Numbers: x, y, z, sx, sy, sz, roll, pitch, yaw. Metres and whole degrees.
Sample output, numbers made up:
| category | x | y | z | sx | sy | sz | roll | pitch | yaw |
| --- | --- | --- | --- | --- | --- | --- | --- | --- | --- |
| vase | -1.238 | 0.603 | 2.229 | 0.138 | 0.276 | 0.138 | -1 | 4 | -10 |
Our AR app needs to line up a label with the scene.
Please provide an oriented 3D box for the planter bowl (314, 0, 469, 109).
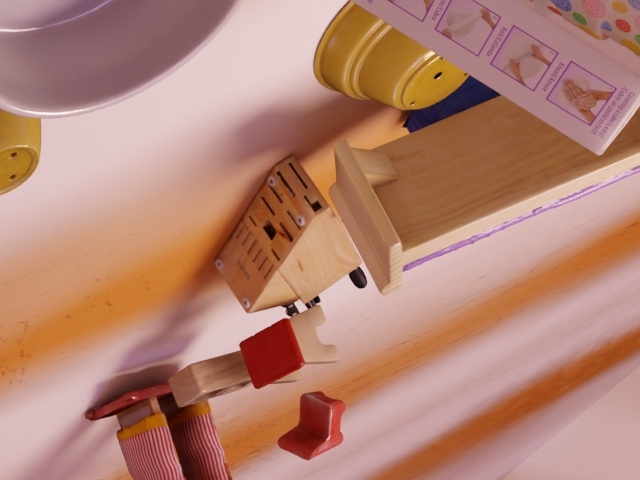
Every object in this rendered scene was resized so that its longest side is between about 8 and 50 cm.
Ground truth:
| category | x | y | z | sx | sy | sz | roll | pitch | yaw |
| --- | --- | --- | --- | --- | --- | --- | --- | --- | --- |
| planter bowl | 0.107 | -0.208 | 1.672 | 0.217 | 0.090 | 0.217 | -28 | 156 | -14 |

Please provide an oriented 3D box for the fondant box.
| category | x | y | z | sx | sy | sz | roll | pitch | yaw |
| --- | --- | --- | --- | --- | --- | --- | --- | --- | --- |
| fondant box | 0.145 | -0.248 | 1.243 | 0.238 | 0.330 | 0.096 | -55 | 175 | -41 |

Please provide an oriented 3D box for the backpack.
| category | x | y | z | sx | sy | sz | roll | pitch | yaw |
| --- | --- | --- | --- | --- | --- | --- | --- | --- | --- |
| backpack | 0.172 | -0.158 | 1.847 | 0.098 | 0.101 | 0.120 | -32 | 156 | -25 |

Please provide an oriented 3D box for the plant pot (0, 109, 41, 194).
| category | x | y | z | sx | sy | sz | roll | pitch | yaw |
| --- | --- | --- | --- | --- | --- | --- | --- | --- | --- |
| plant pot | -0.298 | -0.094 | 1.334 | 0.134 | 0.095 | 0.134 | -28 | 156 | -14 |

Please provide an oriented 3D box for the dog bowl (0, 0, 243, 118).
| category | x | y | z | sx | sy | sz | roll | pitch | yaw |
| --- | --- | --- | --- | --- | --- | --- | --- | --- | --- |
| dog bowl | -0.183 | -0.224 | 1.224 | 0.265 | 0.104 | 0.265 | -29 | 157 | -14 |

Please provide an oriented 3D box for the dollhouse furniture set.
| category | x | y | z | sx | sy | sz | roll | pitch | yaw |
| --- | --- | --- | --- | --- | --- | --- | --- | --- | --- |
| dollhouse furniture set | -0.126 | 0.249 | 1.982 | 0.152 | 0.201 | 0.374 | -13 | 167 | -43 |

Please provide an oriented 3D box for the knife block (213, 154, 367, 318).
| category | x | y | z | sx | sy | sz | roll | pitch | yaw |
| --- | --- | --- | --- | --- | --- | --- | --- | --- | --- |
| knife block | 0.000 | 0.000 | 1.937 | 0.242 | 0.088 | 0.276 | -14 | 149 | -42 |

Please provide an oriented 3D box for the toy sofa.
| category | x | y | z | sx | sy | sz | roll | pitch | yaw |
| --- | --- | --- | --- | --- | --- | --- | --- | --- | --- |
| toy sofa | 0.200 | -0.075 | 1.729 | 0.362 | 0.150 | 0.177 | -23 | 155 | -10 |
